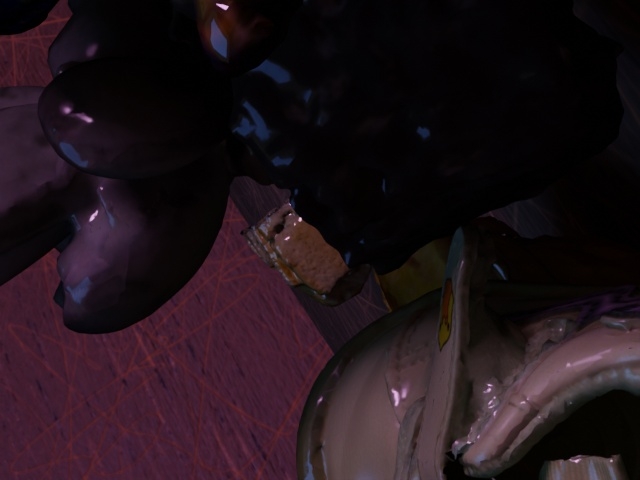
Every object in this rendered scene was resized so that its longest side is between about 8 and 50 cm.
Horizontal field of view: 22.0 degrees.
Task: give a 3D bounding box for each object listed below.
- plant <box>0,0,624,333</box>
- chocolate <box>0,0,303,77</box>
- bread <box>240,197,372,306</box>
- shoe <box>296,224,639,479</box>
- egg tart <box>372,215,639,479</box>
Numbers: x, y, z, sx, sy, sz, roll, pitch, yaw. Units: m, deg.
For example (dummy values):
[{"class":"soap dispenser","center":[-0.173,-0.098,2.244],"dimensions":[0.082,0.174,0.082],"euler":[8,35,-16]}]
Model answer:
[{"class":"plant","center":[-0.038,-0.052,0.580],"dimensions":[0.146,0.274,0.149],"euler":[21,-126,-57]},{"class":"chocolate","center":[-0.052,-0.113,0.437],"dimensions":[0.343,0.126,0.148],"euler":[-4,107,49]},{"class":"bread","center":[0.001,0.001,1.470],"dimensions":[0.110,0.103,0.156],"euler":[47,180,-4]},{"class":"shoe","center":[0.086,0.069,0.560],"dimensions":[0.128,0.262,0.140],"euler":[11,-102,-50]},{"class":"egg tart","center":[0.129,0.089,0.762],"dimensions":[0.295,0.116,0.295],"euler":[59,176,6]}]
